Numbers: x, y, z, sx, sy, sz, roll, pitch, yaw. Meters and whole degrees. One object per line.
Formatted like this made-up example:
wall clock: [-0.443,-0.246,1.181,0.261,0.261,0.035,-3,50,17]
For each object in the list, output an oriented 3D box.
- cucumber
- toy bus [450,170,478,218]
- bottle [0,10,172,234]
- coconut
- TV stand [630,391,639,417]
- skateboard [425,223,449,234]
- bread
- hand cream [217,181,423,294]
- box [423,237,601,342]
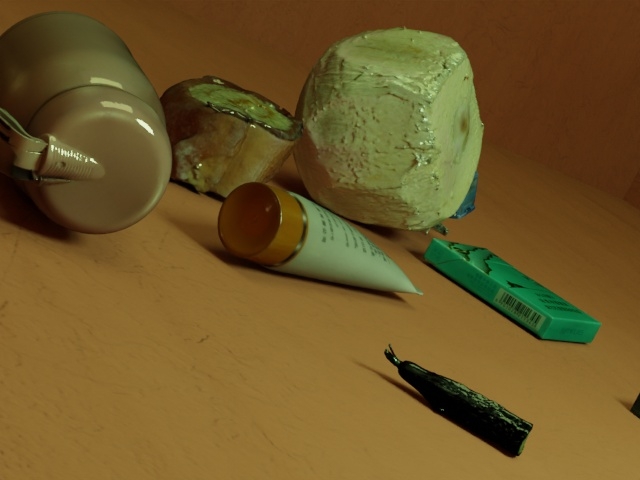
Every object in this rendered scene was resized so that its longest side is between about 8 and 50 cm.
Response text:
cucumber: [0.130,0.157,1.355,0.163,0.043,0.039,27,54,17]
toy bus: [0.135,-0.101,2.217,0.236,0.094,0.079,19,18,23]
bottle: [-0.257,-0.116,1.377,0.206,0.173,0.297,15,18,-25]
coconut: [0.091,-0.168,2.042,0.254,0.297,0.297,11,6,21]
TV stand: [0.498,0.230,1.803,0.256,0.040,0.049,15,16,-43]
skateboard: [0.187,-0.022,2.250,0.064,0.032,0.083,35,8,-9]
bread: [-0.135,-0.135,1.813,0.190,0.123,0.244,26,12,3]
hand cream: [0.000,0.000,1.622,0.140,0.089,0.314,37,11,35]
box: [0.275,0.072,1.993,0.226,0.042,0.161,36,14,34]
